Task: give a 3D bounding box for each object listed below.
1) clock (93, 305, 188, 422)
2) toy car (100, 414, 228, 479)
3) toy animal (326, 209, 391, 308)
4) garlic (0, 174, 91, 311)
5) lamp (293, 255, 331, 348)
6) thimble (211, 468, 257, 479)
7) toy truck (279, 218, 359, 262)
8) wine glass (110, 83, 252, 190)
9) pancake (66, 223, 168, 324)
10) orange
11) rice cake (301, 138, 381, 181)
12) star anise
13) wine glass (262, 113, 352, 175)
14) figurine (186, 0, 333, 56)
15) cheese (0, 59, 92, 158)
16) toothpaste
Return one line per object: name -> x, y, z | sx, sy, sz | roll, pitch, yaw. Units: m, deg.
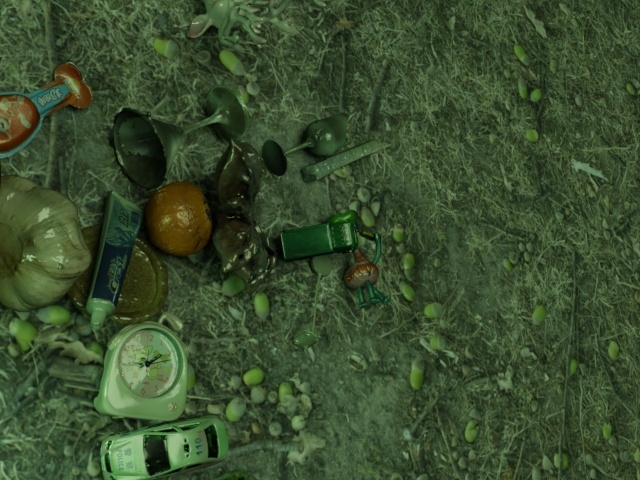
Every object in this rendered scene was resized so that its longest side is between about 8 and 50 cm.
clock -> -0.301, 0.212, 1.500 | 0.151, 0.062, 0.191 | 15, 70, -31
toy car -> -0.260, 0.357, 1.487 | 0.224, 0.076, 0.090 | -5, 83, -36
toy animal -> 0.086, 0.037, 1.790 | 0.103, 0.100, 0.208 | -20, 76, 1
garlic -> -0.450, -0.005, 1.394 | 0.219, 0.218, 0.212 | 62, 20, -7
lamp -> -0.015, 0.117, 1.749 | 0.050, 0.056, 0.198 | 26, 54, -27
thimble -> -0.168, 0.513, 1.402 | 0.150, 0.271, 0.271 | 52, 56, -9
toy truck -> 0.000, 0.000, 1.721 | 0.147, 0.079, 0.065 | -10, 84, 4
wine glass -> -0.246, -0.200, 1.591 | 0.232, 0.156, 0.156 | -31, 97, -41
pancake -> -0.352, 0.057, 1.497 | 0.199, 0.021, 0.199 | 16, 53, -23
orange -> -0.254, -0.037, 1.554 | 0.117, 0.135, 0.136 | -20, 91, -3
rice cake -> 0.048, -0.171, 1.848 | 0.211, 0.043, 0.034 | -26, 102, -36
star anise -> -0.140, -0.036, 1.589 | 0.110, 0.198, 0.258 | -6, 79, -1
wine glass -> -0.022, -0.198, 1.782 | 0.195, 0.079, 0.079 | -28, 95, -35
figurine -> -0.173, -0.489, 1.638 | 0.206, 0.284, 0.316 | -49, 119, -31
cheese -> -0.497, -0.221, 1.479 | 0.256, 0.037, 0.106 | -40, 104, -34
toothpaste -> -0.350, 0.033, 1.471 | 0.069, 0.047, 0.268 | 11, 51, -9
